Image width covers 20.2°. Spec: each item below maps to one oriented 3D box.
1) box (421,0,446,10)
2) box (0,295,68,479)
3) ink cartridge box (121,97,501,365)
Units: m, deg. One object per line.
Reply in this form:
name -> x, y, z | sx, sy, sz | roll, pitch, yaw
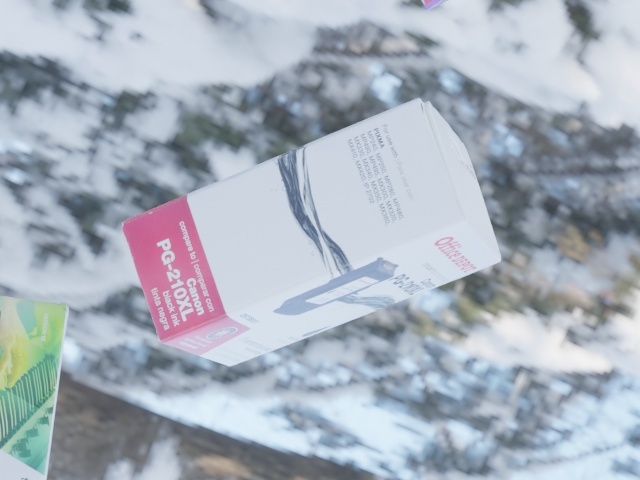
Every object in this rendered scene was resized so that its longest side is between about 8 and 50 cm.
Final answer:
box -> 0.164, -0.347, 1.542 | 0.293, 0.201, 0.057 | -29, -179, -25
box -> -0.415, 0.156, 1.727 | 0.058, 0.322, 0.232 | 131, -35, -71
ink cartridge box -> 0.000, 0.000, 1.324 | 0.237, 0.172, 0.100 | -22, -104, 10
